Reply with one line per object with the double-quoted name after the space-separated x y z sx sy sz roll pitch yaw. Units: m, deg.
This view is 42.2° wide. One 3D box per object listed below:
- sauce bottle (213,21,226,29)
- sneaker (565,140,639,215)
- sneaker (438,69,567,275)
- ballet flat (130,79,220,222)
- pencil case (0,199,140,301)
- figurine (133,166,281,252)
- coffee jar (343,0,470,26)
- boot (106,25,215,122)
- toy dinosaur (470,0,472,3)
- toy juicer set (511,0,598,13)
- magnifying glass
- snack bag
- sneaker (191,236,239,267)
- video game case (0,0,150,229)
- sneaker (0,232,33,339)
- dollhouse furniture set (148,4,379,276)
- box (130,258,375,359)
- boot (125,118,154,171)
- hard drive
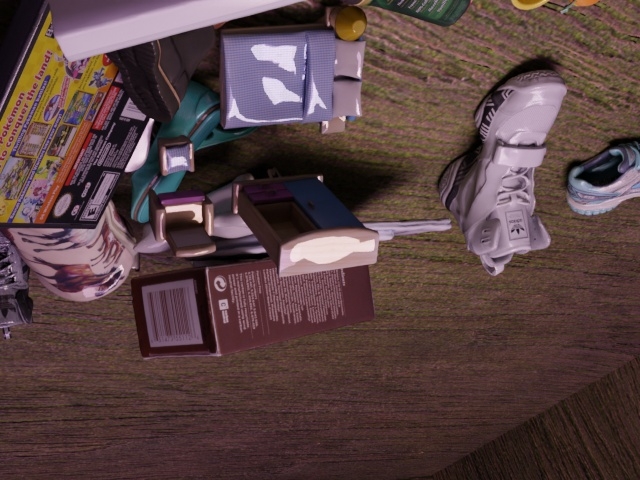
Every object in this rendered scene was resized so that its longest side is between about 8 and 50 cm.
-0.123 -0.288 1.020 0.128 0.042 0.042 -34 147 24 "sauce bottle"
0.609 -0.138 1.591 0.283 0.110 0.122 -24 147 12 "sneaker"
0.330 -0.103 1.398 0.137 0.210 0.366 -4 148 -22 "sneaker"
-0.223 -0.134 1.191 0.247 0.087 0.083 -50 170 32 "ballet flat"
-0.370 -0.067 1.148 0.183 0.160 0.410 6 150 7 "pencil case"
-0.174 -0.035 1.314 0.209 0.092 0.215 -19 -176 16 "figurine"
0.092 -0.325 1.013 0.184 0.096 0.079 2 143 -32 "coffee jar"
-0.177 -0.244 0.924 0.076 0.137 0.198 23 155 11 "boot"
0.214 -0.350 1.069 0.047 0.090 0.082 -18 -173 -30 "toy dinosaur"
0.400 -0.407 1.040 0.209 0.089 0.329 5 144 -33 "toy juicer set"
-0.178 -0.155 1.237 0.231 0.026 0.092 -27 149 20 "magnifying glass"
0.000 0.000 1.393 0.323 0.037 0.342 -8 177 39 "snack bag"
-0.186 0.090 1.562 0.103 0.111 0.252 -18 151 2 "sneaker"
-0.289 -0.138 0.951 0.275 0.035 0.248 -61 160 12 "video game case"
-0.495 0.050 1.291 0.101 0.153 0.268 -6 149 -17 "sneaker"
-0.061 -0.134 1.045 0.286 0.198 0.303 -8 119 -22 "dollhouse furniture set"
-0.101 0.099 1.378 0.191 0.143 0.381 -9 179 41 "box"
-0.248 -0.192 1.105 0.069 0.086 0.190 12 112 -30 "boot"
-0.090 -0.311 0.802 0.353 0.233 0.047 -15 151 -3 "hard drive"
